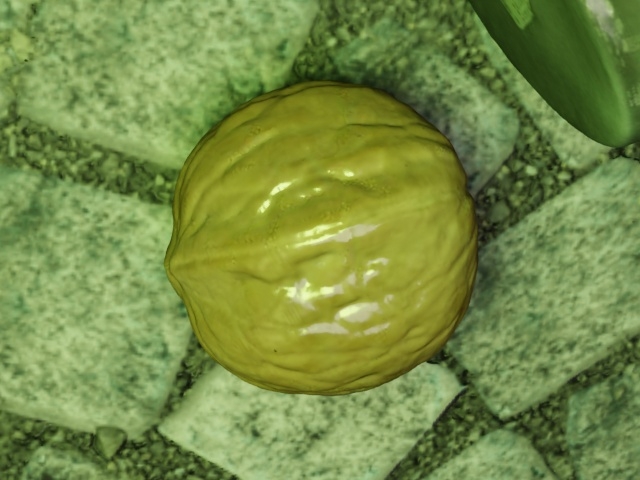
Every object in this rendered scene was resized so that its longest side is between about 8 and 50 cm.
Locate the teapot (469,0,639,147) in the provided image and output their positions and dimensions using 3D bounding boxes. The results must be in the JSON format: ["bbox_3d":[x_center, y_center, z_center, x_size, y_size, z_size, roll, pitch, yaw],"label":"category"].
[{"bbox_3d":[0.251,-0.286,1.128,0.362,0.305,0.376,-34,88,-6],"label":"teapot"}]

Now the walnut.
[{"bbox_3d":[0.000,0.000,1.221,0.228,0.228,0.228,-5,115,-11],"label":"walnut"}]
